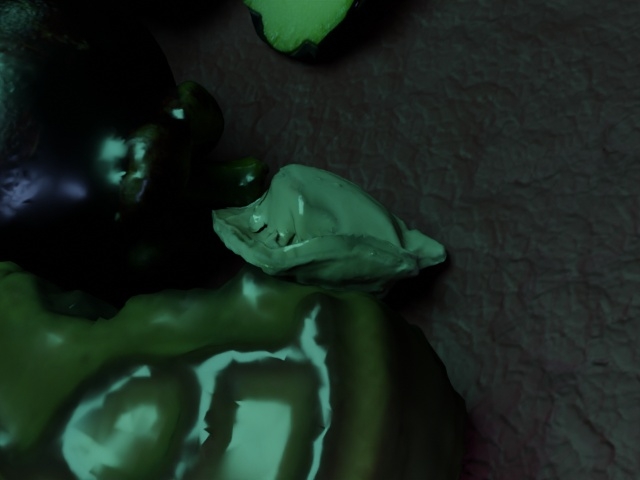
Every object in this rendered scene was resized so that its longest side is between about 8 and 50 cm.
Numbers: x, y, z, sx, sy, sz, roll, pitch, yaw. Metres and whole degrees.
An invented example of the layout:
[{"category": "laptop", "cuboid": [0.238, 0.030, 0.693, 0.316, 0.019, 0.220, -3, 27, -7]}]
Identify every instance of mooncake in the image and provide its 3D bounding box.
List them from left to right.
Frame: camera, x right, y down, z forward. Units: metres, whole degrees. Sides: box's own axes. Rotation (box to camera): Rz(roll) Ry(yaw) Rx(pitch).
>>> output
[{"category": "mooncake", "cuboid": [-0.099, 0.145, 1.142, 0.394, 0.246, 0.393, -36, 56, 14]}]

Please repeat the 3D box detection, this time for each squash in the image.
[{"category": "squash", "cuboid": [0.011, -0.260, 1.424, 0.192, 0.085, 0.184, 37, 115, 43]}]

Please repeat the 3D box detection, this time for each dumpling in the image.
[{"category": "dumpling", "cuboid": [0.000, 0.000, 1.225, 0.199, 0.136, 0.118, 7, 95, 12]}]

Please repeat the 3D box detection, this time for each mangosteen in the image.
[{"category": "mangosteen", "cuboid": [-0.237, -0.078, 1.318, 0.313, 0.297, 0.297, 30, 82, 45]}]
